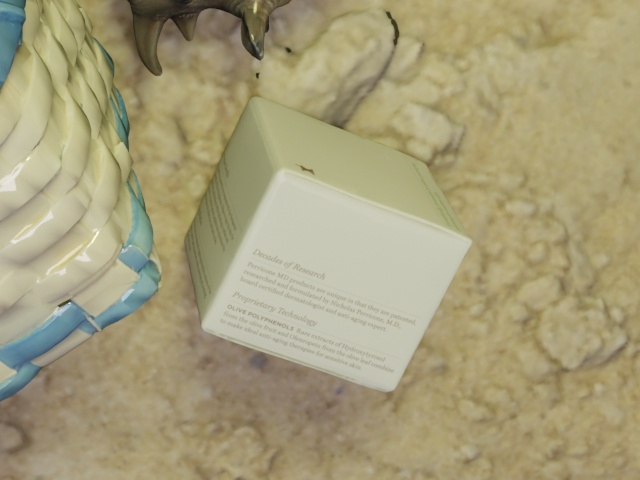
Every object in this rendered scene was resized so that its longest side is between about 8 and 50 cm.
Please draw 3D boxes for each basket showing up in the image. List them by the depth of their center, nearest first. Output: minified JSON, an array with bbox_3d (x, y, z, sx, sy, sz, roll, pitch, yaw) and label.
[{"bbox_3d":[-0.201,-0.073,0.595,0.201,0.254,0.289,-30,126,8],"label":"basket"}]

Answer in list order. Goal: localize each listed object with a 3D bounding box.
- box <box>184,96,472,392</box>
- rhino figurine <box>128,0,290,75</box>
[{"bbox_3d":[0.000,0.000,0.739,0.102,0.101,0.087,19,110,-18],"label":"box"},{"bbox_3d":[-0.013,-0.171,0.678,0.106,0.073,0.243,28,109,-16],"label":"rhino figurine"}]
